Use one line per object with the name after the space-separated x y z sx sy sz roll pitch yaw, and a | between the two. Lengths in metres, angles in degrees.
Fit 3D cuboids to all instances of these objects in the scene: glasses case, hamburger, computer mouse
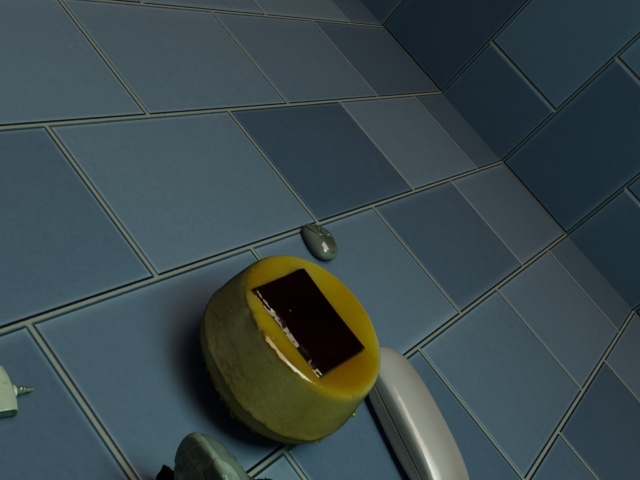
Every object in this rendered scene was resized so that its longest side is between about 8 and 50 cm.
0.162 0.319 1.337 0.113 0.075 0.297 8 47 -46 | glasses case
-0.048 0.169 1.169 0.300 0.176 0.300 30 35 -24 | hamburger
0.002 -0.001 1.565 0.066 0.039 0.096 7 46 -46 | computer mouse

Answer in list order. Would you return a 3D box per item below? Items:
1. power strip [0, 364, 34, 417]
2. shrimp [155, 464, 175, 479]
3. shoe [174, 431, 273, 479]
-0.431 0.180 0.848 0.252 0.027 0.060 0 53 -50 | power strip
-0.115 0.404 0.929 0.290 0.054 0.222 44 32 1 | shrimp
-0.076 0.317 0.921 0.125 0.099 0.228 -21 74 -47 | shoe
